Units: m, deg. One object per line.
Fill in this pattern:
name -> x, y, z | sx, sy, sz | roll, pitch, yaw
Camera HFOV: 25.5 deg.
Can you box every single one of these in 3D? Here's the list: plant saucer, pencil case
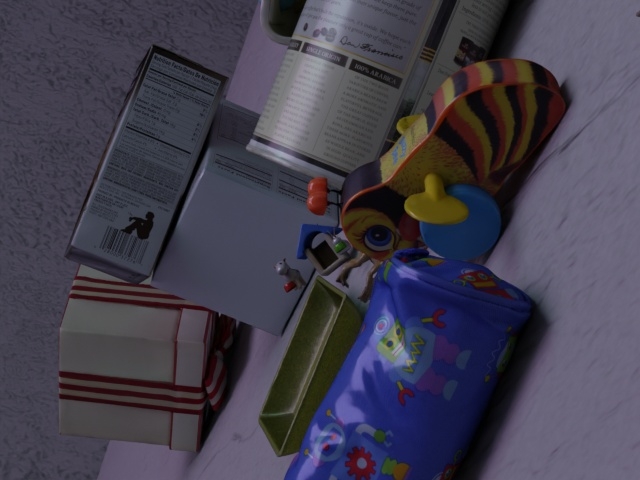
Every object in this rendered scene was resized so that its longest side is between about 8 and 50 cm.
plant saucer -> -0.005, 0.143, 1.582 | 0.188, 0.045, 0.188 | -151, 83, -80
pencil case -> 0.048, 0.151, 1.094 | 0.306, 0.133, 0.119 | -65, -22, 9

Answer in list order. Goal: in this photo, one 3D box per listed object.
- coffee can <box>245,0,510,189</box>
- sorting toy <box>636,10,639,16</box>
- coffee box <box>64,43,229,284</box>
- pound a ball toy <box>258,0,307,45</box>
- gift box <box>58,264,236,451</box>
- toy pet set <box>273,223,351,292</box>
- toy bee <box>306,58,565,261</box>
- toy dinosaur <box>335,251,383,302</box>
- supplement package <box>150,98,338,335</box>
coffee can -> 0.064, -0.184, 1.470 | 0.201, 0.201, 0.275 | -144, 76, -79
sorting toy -> 0.264, -0.202, 1.045 | 0.062, 0.012, 0.083 | -66, 7, -14
coffee box -> -0.244, -0.101, 1.954 | 0.168, 0.119, 0.297 | 155, 136, -75
pound a ball toy -> 0.009, -0.352, 1.798 | 0.319, 0.136, 0.208 | -41, -42, -76
gift box -> -0.270, 0.182, 2.265 | 0.255, 0.258, 0.276 | -85, 0, -51
toy pet set -> 0.000, 0.000, 1.688 | 0.122, 0.065, 0.114 | -38, -9, 10
toy bee -> 0.078, -0.037, 1.234 | 0.195, 0.162, 0.298 | -131, 64, -76
toy dinosaur -> 0.061, 0.016, 1.502 | 0.092, 0.053, 0.183 | -60, 28, 6
supplement package -> -0.105, -0.039, 2.011 | 0.262, 0.198, 0.199 | -91, 26, -63
